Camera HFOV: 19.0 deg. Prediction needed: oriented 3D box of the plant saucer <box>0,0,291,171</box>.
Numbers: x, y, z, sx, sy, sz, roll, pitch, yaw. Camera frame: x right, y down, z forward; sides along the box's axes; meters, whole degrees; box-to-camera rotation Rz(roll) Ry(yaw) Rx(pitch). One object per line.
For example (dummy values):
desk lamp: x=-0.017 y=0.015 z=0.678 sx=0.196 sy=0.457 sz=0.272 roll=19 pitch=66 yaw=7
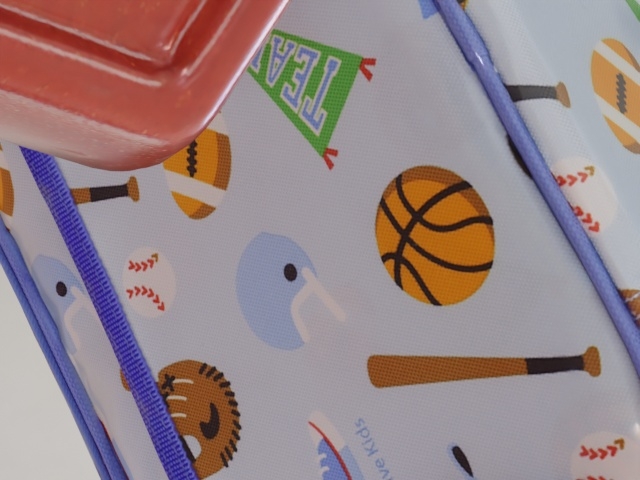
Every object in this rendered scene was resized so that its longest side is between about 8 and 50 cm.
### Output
plant saucer: x=-0.050 y=-0.130 z=0.269 sx=0.258 sy=0.259 sz=0.047 roll=-55 pitch=-135 yaw=18

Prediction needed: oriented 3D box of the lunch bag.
lunch bag: x=0.000 y=0.000 z=0.606 sx=0.243 sy=0.115 sz=0.303 roll=-33 pitch=-104 yaw=37
